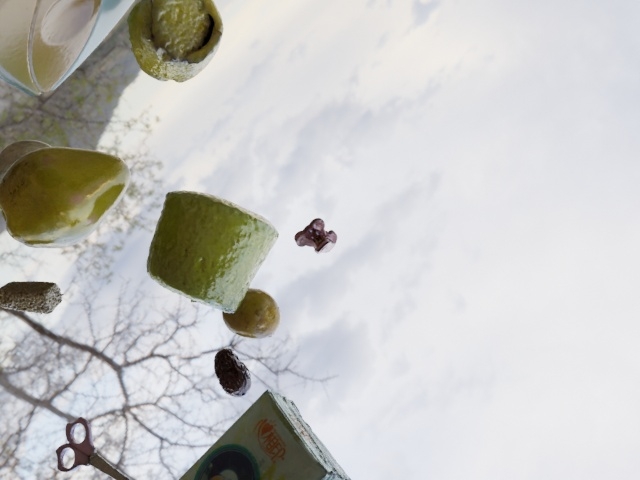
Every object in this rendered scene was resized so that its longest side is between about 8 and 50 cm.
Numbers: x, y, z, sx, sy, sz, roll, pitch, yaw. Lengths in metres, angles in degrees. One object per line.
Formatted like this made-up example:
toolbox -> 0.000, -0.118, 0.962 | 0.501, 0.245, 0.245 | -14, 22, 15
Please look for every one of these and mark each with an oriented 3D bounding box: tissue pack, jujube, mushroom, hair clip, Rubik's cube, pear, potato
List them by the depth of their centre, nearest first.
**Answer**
Rubik's cube -> -0.599, -0.529, 1.200 | 0.347, 0.351, 0.352 | -48, 174, -2
tissue pack -> -0.160, 0.597, 1.526 | 0.388, 0.162, 0.287 | -46, -128, 1
pear -> -0.675, -0.115, 1.700 | 0.337, 0.284, 0.285 | -6, -158, -15
mushroom -> -0.884, -0.184, 1.963 | 0.246, 0.246, 0.202 | -31, -151, 25
potato -> -0.218, 0.232, 2.005 | 0.150, 0.146, 0.234 | -39, -152, -29
jujube -> -0.289, 0.425, 2.041 | 0.104, 0.104, 0.166 | -42, -116, 5
hair clip -> -0.007, -0.009, 2.180 | 0.123, 0.102, 0.138 | -43, 167, 16

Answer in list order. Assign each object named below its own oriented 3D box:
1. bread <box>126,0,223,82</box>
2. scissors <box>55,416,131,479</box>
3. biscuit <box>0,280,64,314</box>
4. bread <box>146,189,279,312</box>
bread -> -0.297, -0.429, 1.314 | 0.197, 0.197, 0.170 | -48, -161, -8
scissors -> -0.428, 0.422, 1.223 | 0.212, 0.021, 0.110 | 18, -96, 28
biscuit -> -0.784, 0.150, 1.721 | 0.169, 0.070, 0.082 | 4, -150, 17
bread -> -0.321, 0.029, 1.829 | 0.348, 0.348, 0.307 | 16, -97, 60
